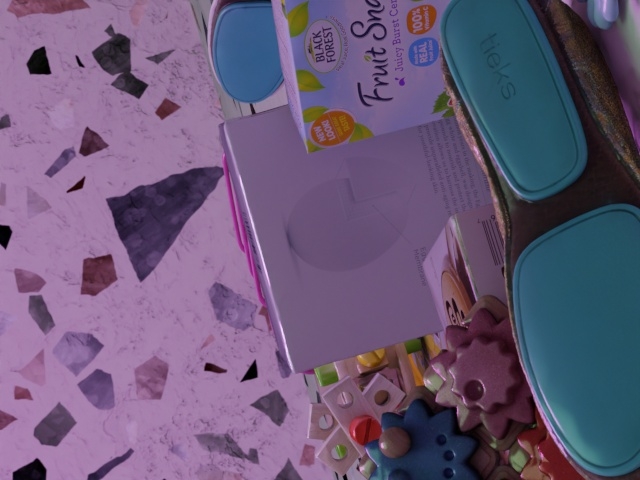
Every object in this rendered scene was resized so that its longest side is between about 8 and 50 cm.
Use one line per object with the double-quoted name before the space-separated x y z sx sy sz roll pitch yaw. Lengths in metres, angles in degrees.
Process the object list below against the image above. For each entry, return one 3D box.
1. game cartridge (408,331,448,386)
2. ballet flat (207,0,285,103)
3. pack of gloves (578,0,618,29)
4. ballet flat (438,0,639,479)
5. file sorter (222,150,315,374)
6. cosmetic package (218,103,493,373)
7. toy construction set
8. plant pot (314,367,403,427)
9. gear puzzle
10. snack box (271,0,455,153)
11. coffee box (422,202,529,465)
"game cartridge" 0.136 0.125 1.787 0.285 0.052 0.324 -117 15 -59
"ballet flat" -0.087 -0.364 2.248 0.400 0.139 0.139 90 163 -50
"pack of gloves" 0.144 -0.255 1.019 0.195 0.046 0.232 -114 1 -54
"ballet flat" 0.170 -0.011 1.046 0.123 0.123 0.348 94 161 -69
"file sorter" 0.000 0.000 2.035 0.291 0.182 0.202 -116 13 -56
"cosmetic package" 0.047 -0.026 1.450 0.138 0.224 0.224 -152 47 -84
"toy construction set" 0.073 0.186 1.715 0.328 0.151 0.215 -75 -31 -81
"plant pot" 0.063 0.205 2.343 0.096 0.109 0.109 172 82 -70
"gear puzzle" 0.170 0.200 1.040 0.339 0.175 0.044 42 -163 23
"snack box" 0.051 -0.183 1.281 0.070 0.174 0.207 -112 10 -47
"coffee box" 0.179 0.124 1.178 0.168 0.119 0.297 108 146 -78
